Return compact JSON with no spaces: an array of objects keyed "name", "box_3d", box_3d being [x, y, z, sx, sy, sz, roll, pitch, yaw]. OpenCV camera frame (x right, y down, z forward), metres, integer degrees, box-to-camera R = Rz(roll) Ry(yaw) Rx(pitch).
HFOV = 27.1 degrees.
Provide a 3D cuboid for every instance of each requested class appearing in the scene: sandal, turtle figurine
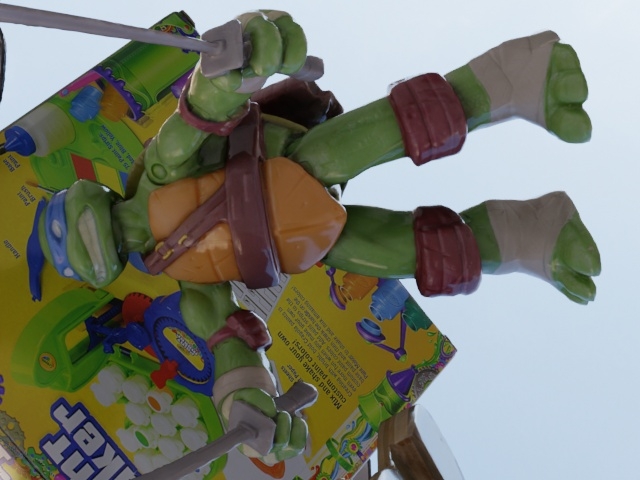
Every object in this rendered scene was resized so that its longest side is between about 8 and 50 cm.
[{"name":"sandal","box_3d":[0.020,0.143,0.595,0.079,0.088,0.240,-29,-176,10]},{"name":"turtle figurine","box_3d":[0.000,0.000,0.608,0.266,0.274,0.198,-11,-98,-5]}]

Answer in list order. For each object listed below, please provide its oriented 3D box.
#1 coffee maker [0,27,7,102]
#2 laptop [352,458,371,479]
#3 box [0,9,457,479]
[{"name":"coffee maker","box_3d":[-0.266,-0.081,0.608,0.171,0.178,0.120,9,-80,37]},{"name":"laptop","box_3d":[-0.135,0.205,0.853,0.382,0.236,0.408,6,-141,-5]},{"name":"box","box_3d":[-0.121,0.065,0.831,0.279,0.290,0.177,-43,-173,-39]}]
